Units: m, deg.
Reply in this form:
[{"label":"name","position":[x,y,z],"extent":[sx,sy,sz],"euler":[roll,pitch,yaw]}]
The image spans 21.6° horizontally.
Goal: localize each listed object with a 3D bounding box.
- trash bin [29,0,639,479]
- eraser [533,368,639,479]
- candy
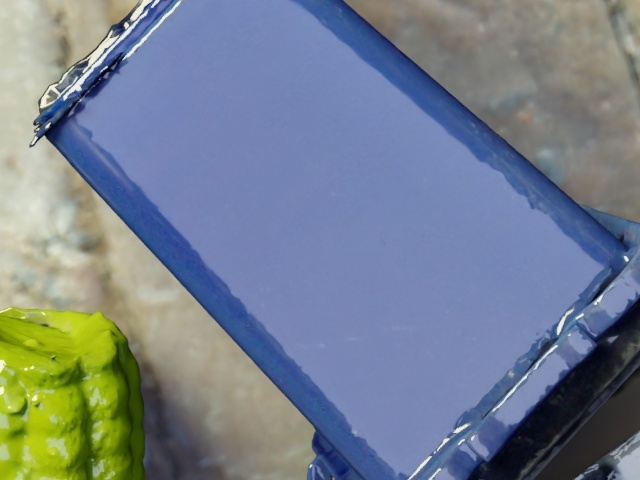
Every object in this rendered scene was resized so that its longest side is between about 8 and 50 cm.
[{"label":"trash bin","position":[0.000,0.000,0.674],"extent":[0.234,0.162,0.184],"euler":[44,87,-13]},{"label":"eraser","position":[0.192,0.209,0.768],"extent":[0.130,0.086,0.287],"euler":[-35,94,-2]},{"label":"candy","position":[-0.120,0.129,0.700],"extent":[0.096,0.097,0.209],"euler":[-5,108,-14]}]
